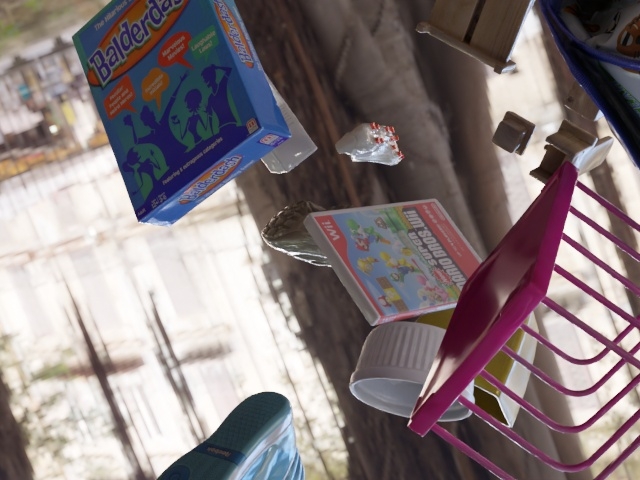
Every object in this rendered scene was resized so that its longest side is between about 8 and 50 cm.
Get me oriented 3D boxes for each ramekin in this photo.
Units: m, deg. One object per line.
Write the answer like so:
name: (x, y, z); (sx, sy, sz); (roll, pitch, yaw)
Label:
ramekin: (0.159, 0.215, 1.928); (0.207, 0.207, 0.109); (-11, -124, 43)

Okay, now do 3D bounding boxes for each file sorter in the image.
file sorter: (0.245, 0.096, 1.175); (0.202, 0.182, 0.290); (-55, -179, 31)

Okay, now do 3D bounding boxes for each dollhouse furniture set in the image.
dollhouse furniture set: (0.264, -0.290, 1.560); (0.355, 0.303, 0.174); (34, -147, 23)

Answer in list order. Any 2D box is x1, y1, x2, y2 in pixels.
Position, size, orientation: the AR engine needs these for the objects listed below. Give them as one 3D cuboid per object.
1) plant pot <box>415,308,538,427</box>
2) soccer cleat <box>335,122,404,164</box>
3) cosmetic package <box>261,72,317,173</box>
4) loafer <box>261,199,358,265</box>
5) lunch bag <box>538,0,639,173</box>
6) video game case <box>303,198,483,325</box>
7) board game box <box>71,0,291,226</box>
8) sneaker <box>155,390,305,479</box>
plant pot: (0.293, 0.194, 2.159); (0.212, 0.212, 0.187); (25, -104, 25)
soccer cleat: (0.086, -0.164, 2.002); (0.076, 0.068, 0.196); (-20, 169, 19)
cosmetic package: (-0.114, -0.243, 2.215); (0.085, 0.231, 0.117); (-40, -166, -11)
loafer: (0.000, 0.000, 1.997); (0.112, 0.111, 0.319); (-46, -157, -16)
lunch bag: (0.414, -0.144, 1.156); (0.239, 0.328, 0.385); (-50, -146, -6)
video game case: (0.132, 0.026, 1.793); (0.285, 0.204, 0.025); (-8, 145, -42)
board game box: (-0.131, -0.142, 1.056); (0.160, 0.210, 0.047); (-35, 156, 27)
sneaker: (-0.136, 0.415, 1.876); (0.127, 0.208, 0.319); (15, -137, 43)
